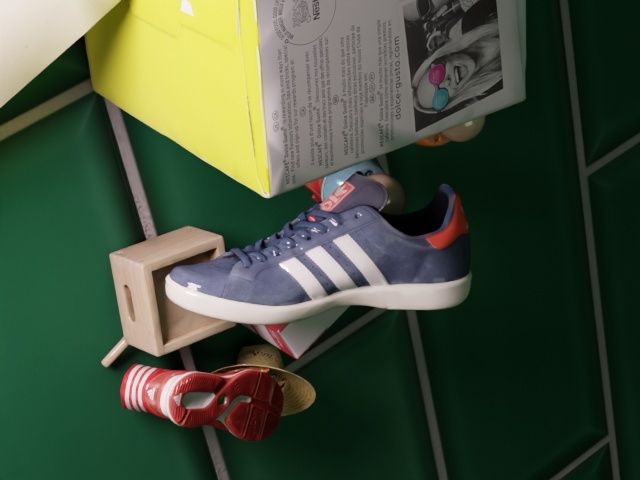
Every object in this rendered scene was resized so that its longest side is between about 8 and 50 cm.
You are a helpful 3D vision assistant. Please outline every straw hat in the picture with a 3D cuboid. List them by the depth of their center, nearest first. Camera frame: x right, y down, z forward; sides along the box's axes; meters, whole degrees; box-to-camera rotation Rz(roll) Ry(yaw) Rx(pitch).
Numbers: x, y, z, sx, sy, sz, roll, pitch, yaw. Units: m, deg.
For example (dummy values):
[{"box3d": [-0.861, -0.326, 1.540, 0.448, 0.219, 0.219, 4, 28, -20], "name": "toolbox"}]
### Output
[{"box3d": [-0.073, 0.158, 2.038, 0.144, 0.144, 0.061, 40, 42, -45], "name": "straw hat"}]

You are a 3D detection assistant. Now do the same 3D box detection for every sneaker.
[{"box3d": [0.000, 0.000, 1.833, 0.350, 0.131, 0.148, -5, 109, -20], "name": "sneaker"}, {"box3d": [-0.146, 0.176, 1.957, 0.221, 0.128, 0.087, 25, 80, -54], "name": "sneaker"}]

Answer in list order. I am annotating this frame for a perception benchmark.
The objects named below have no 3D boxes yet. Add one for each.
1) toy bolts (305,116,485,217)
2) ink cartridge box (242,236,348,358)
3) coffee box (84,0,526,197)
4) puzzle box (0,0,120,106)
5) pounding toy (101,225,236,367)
[{"box3d": [0.064, -0.132, 1.945, 0.218, 0.158, 0.228, 35, 87, -46], "name": "toy bolts"}, {"box3d": [-0.045, 0.066, 1.969, 0.099, 0.135, 0.056, -46, 131, -15], "name": "ink cartridge box"}, {"box3d": [-0.028, -0.294, 1.652, 0.334, 0.337, 0.338, -23, 125, -30], "name": "coffee box"}, {"box3d": [-0.406, -0.186, 1.514, 0.409, 0.052, 0.272, -41, 133, 0], "name": "puzzle box"}, {"box3d": [-0.180, 0.070, 1.894, 0.130, 0.100, 0.141, -21, 113, -34], "name": "pounding toy"}]
